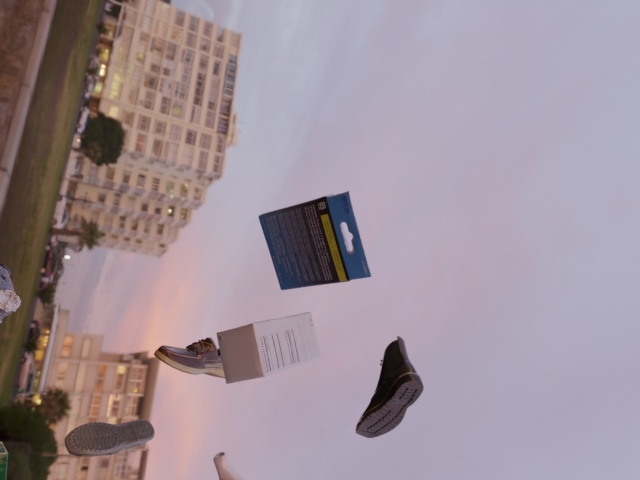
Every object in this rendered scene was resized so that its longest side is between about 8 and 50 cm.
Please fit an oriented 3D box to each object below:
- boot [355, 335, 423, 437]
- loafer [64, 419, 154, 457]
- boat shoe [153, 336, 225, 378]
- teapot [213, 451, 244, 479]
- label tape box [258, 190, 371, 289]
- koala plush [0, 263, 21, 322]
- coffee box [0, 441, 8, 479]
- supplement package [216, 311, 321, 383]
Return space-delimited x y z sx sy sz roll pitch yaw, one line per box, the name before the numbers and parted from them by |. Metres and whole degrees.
boot | 0.139 0.317 1.086 0.198 0.076 0.137 -51 -156 23
loafer | -0.593 0.568 1.414 0.087 0.251 0.094 -51 -130 22
boat shoe | -0.405 0.386 1.721 0.123 0.342 0.123 16 -99 45
teapot | -0.171 0.642 1.097 0.255 0.187 0.253 10 -133 27
label tape box | 0.000 0.000 1.502 0.347 0.115 0.249 -12 -83 37
koala plush | -0.706 0.082 0.999 0.196 0.221 0.203 -26 -158 34
coffee box | -0.656 0.507 1.002 0.113 0.040 0.184 -8 -101 53
supplement package | -0.131 0.278 1.329 0.139 0.244 0.134 -20 -101 33
